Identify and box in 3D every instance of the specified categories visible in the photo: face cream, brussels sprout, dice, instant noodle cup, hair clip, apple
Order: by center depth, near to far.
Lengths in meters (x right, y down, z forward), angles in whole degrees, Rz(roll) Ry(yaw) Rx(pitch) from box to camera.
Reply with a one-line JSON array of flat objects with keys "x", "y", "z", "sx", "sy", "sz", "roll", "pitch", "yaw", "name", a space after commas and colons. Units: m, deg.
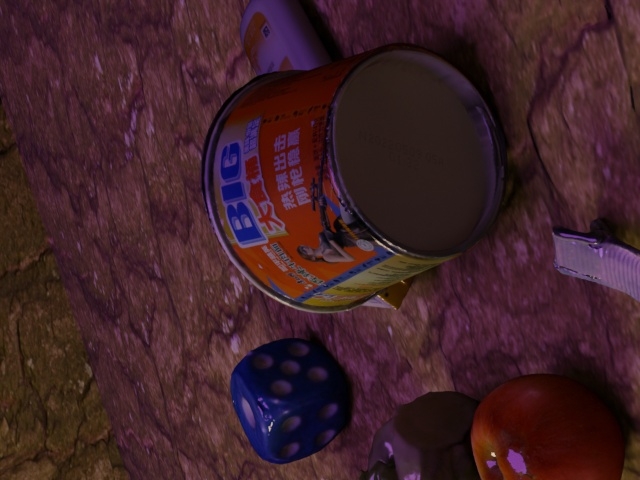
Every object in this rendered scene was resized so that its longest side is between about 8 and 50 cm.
[{"x": 0.302, "y": 0.043, "z": 1.099, "sx": 0.218, "sy": 0.071, "sz": 0.159, "roll": 35, "pitch": 143, "yaw": 60, "name": "hair clip"}, {"x": 0.240, "y": 0.220, "z": 1.274, "sx": 0.163, "sy": 0.139, "sz": 0.163, "roll": 167, "pitch": 90, "yaw": -77, "name": "apple"}, {"x": 0.045, "y": -0.075, "z": 1.305, "sx": 0.214, "sy": 0.296, "sz": 0.296, "roll": -18, "pitch": 91, "yaw": 57, "name": "instant noodle cup"}, {"x": 0.146, "y": 0.302, "z": 1.413, "sx": 0.244, "sy": 0.244, "sz": 0.244, "roll": 43, "pitch": 143, "yaw": 45, "name": "brussels sprout"}, {"x": -0.015, "y": -0.185, "z": 1.569, "sx": 0.291, "sy": 0.071, "sz": 0.144, "roll": 62, "pitch": 154, "yaw": 16, "name": "face cream"}, {"x": -0.049, "y": 0.245, "z": 1.849, "sx": 0.143, "sy": 0.146, "sz": 0.146, "roll": 51, "pitch": 149, "yaw": 39, "name": "dice"}]

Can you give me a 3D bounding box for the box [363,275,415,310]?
[{"x": 0.000, "y": 0.000, "z": 1.551, "sx": 0.168, "sy": 0.097, "sz": 0.265, "roll": 37, "pitch": 164, "yaw": -20, "name": "box"}]
